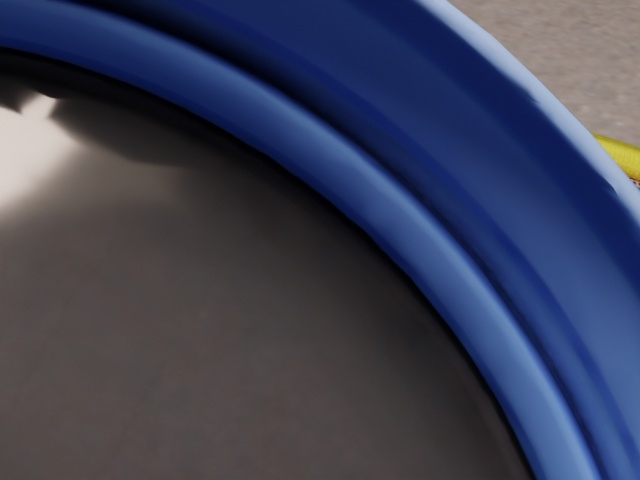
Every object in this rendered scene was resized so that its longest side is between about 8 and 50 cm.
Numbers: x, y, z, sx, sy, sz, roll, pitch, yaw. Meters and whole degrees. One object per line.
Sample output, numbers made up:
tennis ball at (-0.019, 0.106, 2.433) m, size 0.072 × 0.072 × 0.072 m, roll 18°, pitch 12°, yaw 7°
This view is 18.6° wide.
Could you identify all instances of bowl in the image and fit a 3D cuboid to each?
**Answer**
bowl at (-0.091, 0.101, 0.387) m, size 0.391 × 0.077 × 0.391 m, roll 3°, pitch 74°, yaw -11°

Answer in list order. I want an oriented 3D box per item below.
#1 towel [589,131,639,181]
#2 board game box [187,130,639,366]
towel at (0.059, -0.040, 0.696) m, size 0.237 × 0.021 × 0.102 m, roll 17°, pitch 7°, yaw -7°
board game box at (0.000, 0.000, 0.636) m, size 0.302 × 0.086 × 0.308 m, roll 17°, pitch 2°, yaw 4°
